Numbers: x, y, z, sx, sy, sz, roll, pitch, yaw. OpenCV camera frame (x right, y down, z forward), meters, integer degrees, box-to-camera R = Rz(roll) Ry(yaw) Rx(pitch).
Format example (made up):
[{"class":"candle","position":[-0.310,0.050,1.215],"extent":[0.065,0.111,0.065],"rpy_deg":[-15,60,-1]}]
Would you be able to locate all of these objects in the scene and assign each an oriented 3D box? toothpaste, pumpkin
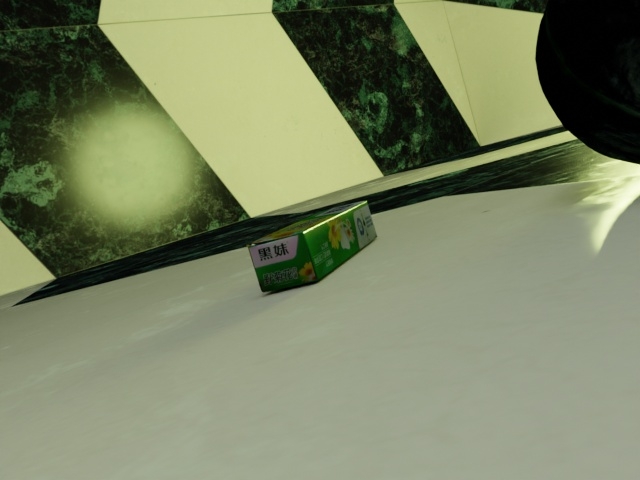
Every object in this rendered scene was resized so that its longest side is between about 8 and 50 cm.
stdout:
[{"class":"toothpaste","position":[0.000,0.000,0.539],"extent":[0.043,0.037,0.178],"rpy_deg":[-15,5,20]},{"class":"pumpkin","position":[0.283,-0.151,0.475],"extent":[0.247,0.248,0.248],"rpy_deg":[-16,5,1]}]
